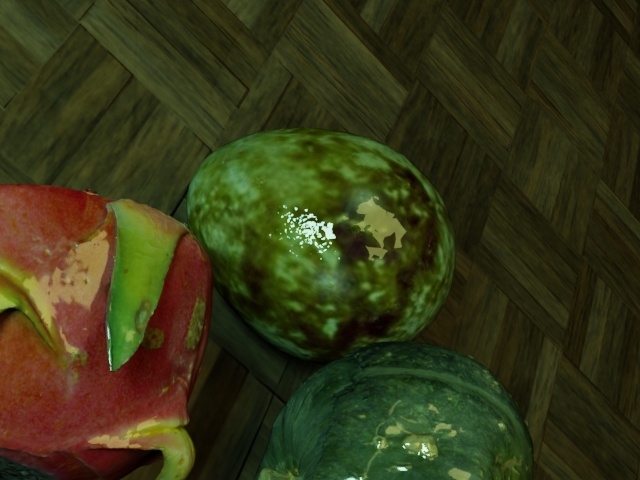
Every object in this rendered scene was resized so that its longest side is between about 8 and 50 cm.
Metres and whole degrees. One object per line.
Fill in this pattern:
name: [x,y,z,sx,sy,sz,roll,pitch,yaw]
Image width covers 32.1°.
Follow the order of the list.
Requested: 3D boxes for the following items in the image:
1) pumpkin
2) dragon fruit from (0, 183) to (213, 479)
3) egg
pumpkin: [0.060,0.260,1.022,0.257,0.291,0.328,24,41,-16]
dragon fruit: [-0.223,0.093,0.839,0.290,0.290,0.189,26,53,-34]
egg: [0.000,0.000,1.141,0.289,0.238,0.238,29,49,-16]
